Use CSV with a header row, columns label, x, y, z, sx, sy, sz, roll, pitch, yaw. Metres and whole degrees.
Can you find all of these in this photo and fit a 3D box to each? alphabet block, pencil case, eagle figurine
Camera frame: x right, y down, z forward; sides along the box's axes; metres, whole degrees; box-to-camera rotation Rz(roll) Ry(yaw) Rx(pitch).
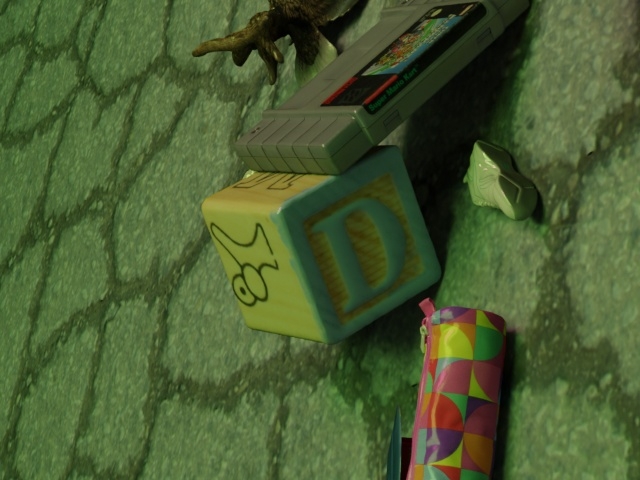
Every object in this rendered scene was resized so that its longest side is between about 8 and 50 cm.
label,x,y,z,sx,sy,sz,roll,pitch,yaw
alphabet block,0.000,0.000,1.900,0.197,0.193,0.192,7,120,57
pencil case,0.149,0.188,1.717,0.104,0.104,0.236,-22,56,51
eagle figurine,-0.032,-0.388,2.279,0.226,0.225,0.298,21,54,20

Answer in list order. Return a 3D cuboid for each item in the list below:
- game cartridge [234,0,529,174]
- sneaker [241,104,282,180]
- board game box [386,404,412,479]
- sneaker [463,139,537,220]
label,x,y,z,sx,sy,sz,roll,pitch,yaw
game cartridge,0.076,-0.210,1.916,0.355,0.068,0.230,-43,20,-23
sneaker,-0.044,-0.077,2.190,0.118,0.107,0.279,39,110,38
board game box,0.099,0.274,1.774,0.168,0.033,0.133,97,177,-45
sneaker,0.212,-0.058,1.811,0.152,0.054,0.061,-112,41,-56
